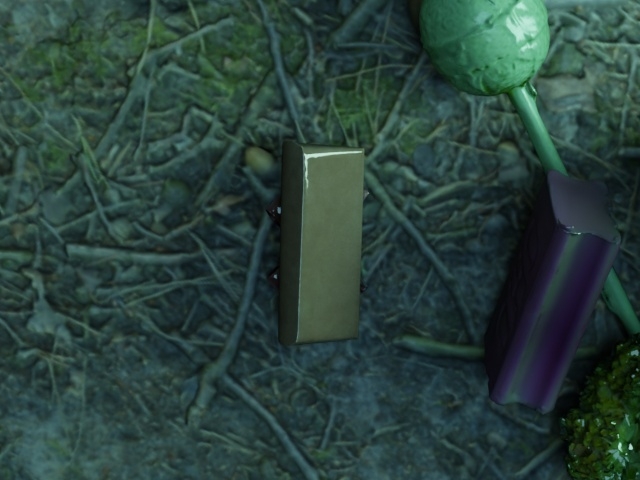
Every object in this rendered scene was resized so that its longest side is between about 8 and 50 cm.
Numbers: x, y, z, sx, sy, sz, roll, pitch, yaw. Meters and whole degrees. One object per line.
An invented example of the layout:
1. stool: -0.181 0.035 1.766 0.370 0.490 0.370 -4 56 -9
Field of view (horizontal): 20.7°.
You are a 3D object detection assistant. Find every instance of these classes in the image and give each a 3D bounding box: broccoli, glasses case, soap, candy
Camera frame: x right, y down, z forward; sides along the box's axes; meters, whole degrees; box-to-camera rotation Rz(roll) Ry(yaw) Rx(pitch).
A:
1. broccoli: 0.332 0.197 1.677 0.194 0.194 0.219 -22 106 -6
2. glasses case: 0.000 0.000 1.670 0.102 0.070 0.193 -2 96 -37
3. soap: 0.214 0.049 1.639 0.066 0.122 0.203 14 119 -6
4. candy: 0.226 -0.070 1.682 0.119 0.119 0.440 -31 107 -4
